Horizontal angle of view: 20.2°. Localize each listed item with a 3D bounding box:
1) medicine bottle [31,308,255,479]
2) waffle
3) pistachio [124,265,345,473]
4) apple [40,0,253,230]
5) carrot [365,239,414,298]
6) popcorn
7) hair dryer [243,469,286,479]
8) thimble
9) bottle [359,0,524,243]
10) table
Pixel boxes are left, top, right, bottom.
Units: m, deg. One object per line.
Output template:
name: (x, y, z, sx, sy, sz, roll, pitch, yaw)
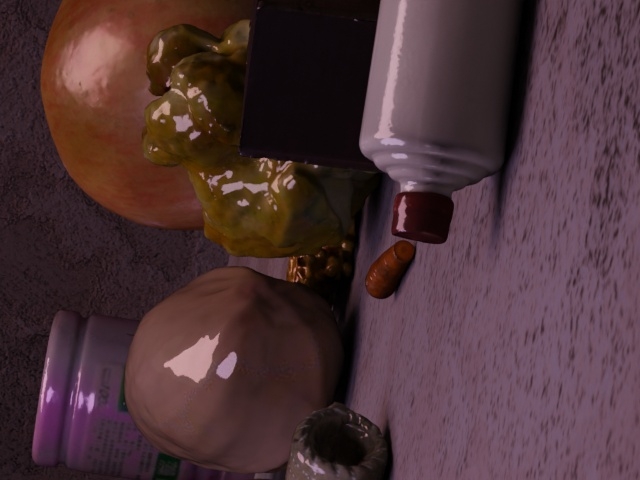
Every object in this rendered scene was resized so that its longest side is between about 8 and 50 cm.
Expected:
medicine bottle: (-0.203, 0.214, 2.358, 0.212, 0.325, 0.212, -171, 90, -82)
waffle: (0.000, 0.000, 2.027, 0.193, 0.070, 0.197, -136, 53, -82)
pistachio: (-0.098, 0.146, 1.929, 0.332, 0.207, 0.226, -25, 85, 50)
apple: (-0.150, -0.202, 2.188, 0.391, 0.346, 0.392, -3, -90, -70)
carrot: (0.062, 0.025, 1.608, 0.093, 0.032, 0.032, 120, 159, -64)
popcorn: (-0.054, -0.111, 1.824, 0.225, 0.276, 0.277, -172, 91, -78)
hair dryer: (-0.054, 0.299, 2.061, 0.357, 0.107, 0.173, -74, -3, -62)
thimble: (0.013, 0.191, 1.543, 0.110, 0.084, 0.062, -98, 18, -62)
bottle: (0.086, -0.119, 1.262, 0.104, 0.104, 0.245, 135, 144, -79)
table: (0.023, -0.189, 1.609, 0.193, 0.172, 0.169, 101, 174, -51)
